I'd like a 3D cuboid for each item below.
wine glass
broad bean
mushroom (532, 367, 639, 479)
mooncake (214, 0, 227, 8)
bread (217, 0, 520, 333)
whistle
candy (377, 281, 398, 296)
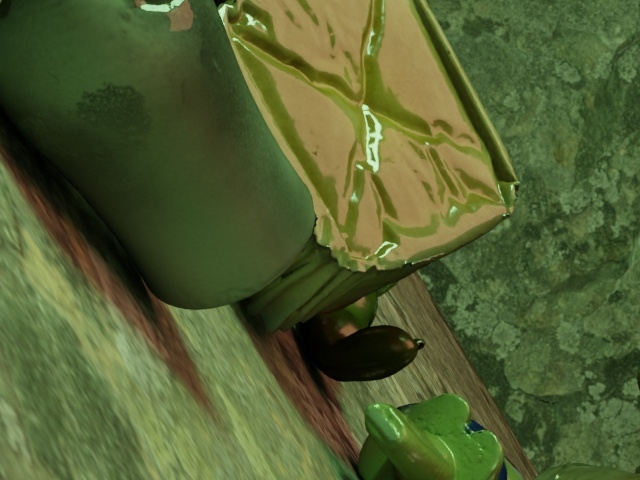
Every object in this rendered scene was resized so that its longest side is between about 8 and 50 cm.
[{"bbox_3d":[-0.086,-0.074,0.853,0.231,0.103,0.103,57,4,-42],"label":"wine glass"},{"bbox_3d":[0.012,0.050,1.378,0.213,0.070,0.048,-134,-153,-66],"label":"broad bean"},{"bbox_3d":[0.294,0.238,1.541,0.298,0.290,0.297,22,-6,2],"label":"mushroom"},{"bbox_3d":[-0.030,-0.246,1.663,0.350,0.212,0.381,73,6,-49],"label":"mooncake"},{"bbox_3d":[0.000,-0.064,1.227,0.192,0.110,0.209,-26,83,-42],"label":"bread"},{"bbox_3d":[0.076,0.149,1.248,0.105,0.085,0.227,51,0,33],"label":"whistle"},{"bbox_3d":[0.000,0.000,1.583,0.335,0.092,0.093,9,86,-75],"label":"candy"}]
